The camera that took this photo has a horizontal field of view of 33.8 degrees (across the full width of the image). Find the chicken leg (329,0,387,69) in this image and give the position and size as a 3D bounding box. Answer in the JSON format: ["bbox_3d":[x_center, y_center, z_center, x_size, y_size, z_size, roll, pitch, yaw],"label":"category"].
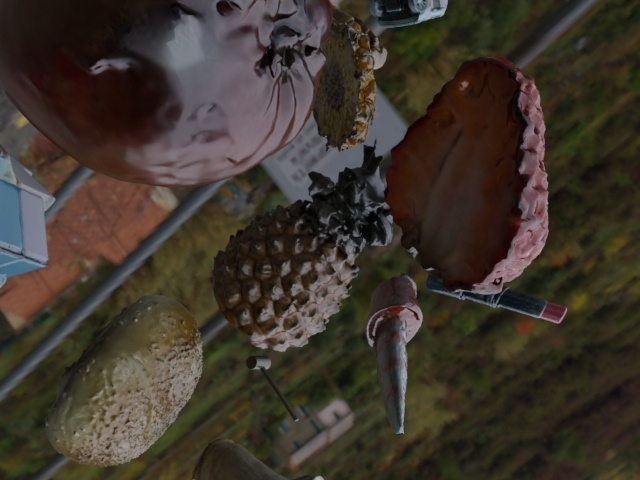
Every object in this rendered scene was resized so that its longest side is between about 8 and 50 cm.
[{"bbox_3d":[-0.070,-0.392,1.972,0.295,0.409,0.182,-33,142,-38],"label":"chicken leg"}]

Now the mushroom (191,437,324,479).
[{"bbox_3d":[-0.090,0.379,1.577,0.095,0.122,0.351,6,177,-33],"label":"mushroom"}]

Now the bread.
[{"bbox_3d":[-0.286,0.222,1.604,0.305,0.159,0.305,-50,174,-8],"label":"bread"}]

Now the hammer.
[{"bbox_3d":[-0.062,0.203,1.439,0.019,0.110,0.035,-45,152,20],"label":"hammer"}]

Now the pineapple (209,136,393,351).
[{"bbox_3d":[0.001,0.002,1.671,0.357,0.223,0.223,-44,169,19],"label":"pineapple"}]

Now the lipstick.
[{"bbox_3d":[0.295,0.088,1.752,0.053,0.234,0.053,-45,143,-49],"label":"lipstick"}]

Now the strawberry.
[{"bbox_3d":[0.236,-0.090,1.493,0.149,0.265,0.336,-4,119,-40],"label":"strawberry"}]

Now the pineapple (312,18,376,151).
[{"bbox_3d":[0.035,-0.229,1.534,0.047,0.221,0.221,-6,158,-20],"label":"pineapple"}]

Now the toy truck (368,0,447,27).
[{"bbox_3d":[0.117,-0.359,1.320,0.080,0.177,0.115,4,-167,43],"label":"toy truck"}]

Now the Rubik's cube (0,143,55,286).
[{"bbox_3d":[-0.767,-0.062,2.229,0.358,0.368,0.387,-44,155,5],"label":"Rubik's cube"}]

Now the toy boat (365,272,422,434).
[{"bbox_3d":[0.126,0.217,1.788,0.096,0.282,0.206,5,139,-9],"label":"toy boat"}]

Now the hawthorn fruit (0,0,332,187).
[{"bbox_3d":[-0.156,-0.200,0.991,0.308,0.325,0.308,-61,167,-25],"label":"hawthorn fruit"}]
